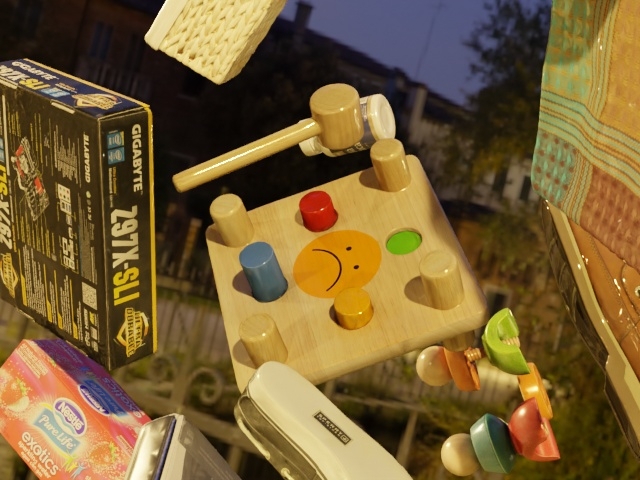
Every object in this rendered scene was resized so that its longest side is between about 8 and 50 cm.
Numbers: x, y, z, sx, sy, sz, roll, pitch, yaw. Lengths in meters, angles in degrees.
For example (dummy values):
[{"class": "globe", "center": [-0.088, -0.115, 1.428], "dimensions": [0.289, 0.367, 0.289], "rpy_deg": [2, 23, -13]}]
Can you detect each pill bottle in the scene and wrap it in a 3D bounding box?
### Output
[{"class": "pill bottle", "center": [0.046, -0.208, 1.899], "dimensions": [0.170, 0.094, 0.094], "rpy_deg": [-11, -12, 24]}]

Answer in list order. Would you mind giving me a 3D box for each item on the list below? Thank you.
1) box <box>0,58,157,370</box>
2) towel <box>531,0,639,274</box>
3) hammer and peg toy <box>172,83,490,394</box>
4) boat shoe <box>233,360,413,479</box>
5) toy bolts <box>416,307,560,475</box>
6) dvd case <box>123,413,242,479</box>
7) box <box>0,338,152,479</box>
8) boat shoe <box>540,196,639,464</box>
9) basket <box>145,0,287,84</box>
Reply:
[{"class": "box", "center": [-0.307, -0.035, 1.238], "dimensions": [0.079, 0.321, 0.257], "rpy_deg": [-20, 33, -41]}, {"class": "towel", "center": [0.219, -0.170, 0.700], "dimensions": [0.040, 0.370, 0.271], "rpy_deg": [-2, 20, -10]}, {"class": "hammer and peg toy", "center": [0.000, 0.000, 1.096], "dimensions": [0.266, 0.361, 0.127], "rpy_deg": [-20, -46, 0]}, {"class": "boat shoe", "center": [0.010, 0.205, 0.905], "dimensions": [0.219, 0.070, 0.078], "rpy_deg": [45, 31, 21]}, {"class": "toy bolts", "center": [0.248, 0.252, 1.501], "dimensions": [0.159, 0.228, 0.218], "rpy_deg": [-21, -47, 14]}, {"class": "dvd case", "center": [-0.041, 0.215, 0.413], "dimensions": [0.030, 0.238, 0.179], "rpy_deg": [-22, -59, 23]}, {"class": "box", "center": [-0.326, 0.260, 1.392], "dimensions": [0.257, 0.122, 0.128], "rpy_deg": [43, 11, 19]}, {"class": "boat shoe", "center": [0.323, 0.075, 1.062], "dimensions": [0.105, 0.307, 0.110], "rpy_deg": [-19, -20, 3]}, {"class": "basket", "center": [-0.106, -0.275, 1.176], "dimensions": [0.103, 0.167, 0.113], "rpy_deg": [35, 21, -1]}]
